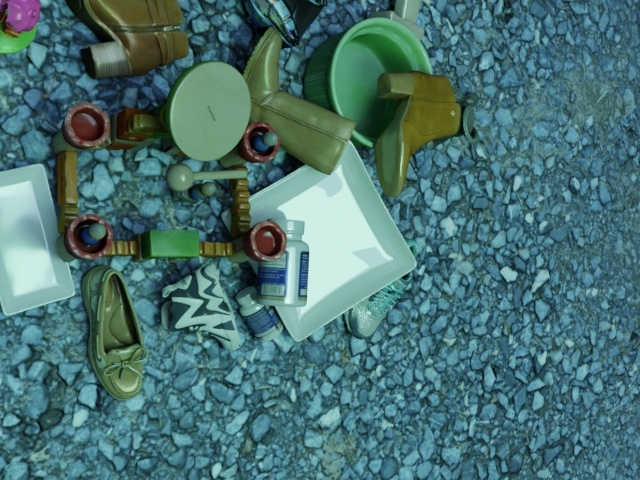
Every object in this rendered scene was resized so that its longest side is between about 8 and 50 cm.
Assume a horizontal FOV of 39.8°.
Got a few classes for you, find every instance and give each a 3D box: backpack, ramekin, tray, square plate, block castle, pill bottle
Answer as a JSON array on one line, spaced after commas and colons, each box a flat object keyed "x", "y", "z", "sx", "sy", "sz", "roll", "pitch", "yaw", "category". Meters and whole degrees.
[{"x": -0.098, "y": -0.528, "z": 1.957, "sx": 0.173, "sy": 0.117, "sz": 0.158, "roll": 43, "pitch": 69, "yaw": -29, "category": "backpack"}, {"x": 0.108, "y": -0.361, "z": 2.086, "sx": 0.304, "sy": 0.148, "sz": 0.303, "roll": -1, "pitch": 93, "yaw": -35, "category": "ramekin"}, {"x": -0.574, "y": -0.003, "z": 1.703, "sx": 0.145, "sy": 0.030, "sz": 0.270, "roll": -17, "pitch": 101, "yaw": -32, "category": "tray"}, {"x": 0.000, "y": 0.000, "z": 2.026, "sx": 0.344, "sy": 0.049, "sz": 0.347, "roll": -32, "pitch": 103, "yaw": -11, "category": "square plate"}, {"x": -0.291, "y": -0.104, "z": 1.753, "sx": 0.454, "sy": 0.213, "sz": 0.302, "roll": 2, "pitch": 80, "yaw": -32, "category": "block castle"}, {"x": -0.080, "y": 0.048, "z": 1.923, "sx": 0.112, "sy": 0.112, "sz": 0.186, "roll": 5, "pitch": 88, "yaw": -35, "category": "pill bottle"}, {"x": -0.140, "y": 0.164, "z": 1.985, "sx": 0.067, "sy": 0.067, "sz": 0.120, "roll": -40, "pitch": 113, "yaw": -27, "category": "pill bottle"}]

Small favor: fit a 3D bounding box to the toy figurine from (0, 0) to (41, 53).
[{"x": -0.578, "y": -0.425, "z": 1.606, "sx": 0.173, "sy": 0.159, "sz": 0.130, "roll": 22, "pitch": 79, "yaw": -32, "category": "toy figurine"}]

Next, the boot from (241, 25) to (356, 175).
[{"x": -0.046, "y": -0.304, "z": 1.932, "sx": 0.270, "sy": 0.089, "sz": 0.236, "roll": 26, "pitch": 108, "yaw": -4, "category": "boot"}]

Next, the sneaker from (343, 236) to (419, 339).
[{"x": 0.151, "y": 0.109, "z": 2.150, "sx": 0.110, "sy": 0.122, "sz": 0.282, "roll": 31, "pitch": 75, "yaw": -32, "category": "sneaker"}]

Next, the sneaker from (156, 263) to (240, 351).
[{"x": -0.267, "y": 0.165, "z": 1.893, "sx": 0.153, "sy": 0.094, "sz": 0.235, "roll": -17, "pitch": 136, "yaw": -3, "category": "sneaker"}]

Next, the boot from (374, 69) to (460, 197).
[{"x": 0.232, "y": -0.243, "z": 2.023, "sx": 0.211, "sy": 0.104, "sz": 0.294, "roll": 0, "pitch": 88, "yaw": -34, "category": "boot"}]

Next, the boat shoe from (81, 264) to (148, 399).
[{"x": -0.413, "y": 0.192, "z": 1.785, "sx": 0.105, "sy": 0.089, "sz": 0.285, "roll": -20, "pitch": 103, "yaw": -33, "category": "boat shoe"}]

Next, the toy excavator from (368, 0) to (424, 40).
[{"x": 0.183, "y": -0.749, "z": 2.106, "sx": 0.445, "sy": 0.222, "sz": 0.432, "roll": 44, "pitch": 69, "yaw": -37, "category": "toy excavator"}]

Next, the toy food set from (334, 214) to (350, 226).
[{"x": 0.037, "y": 0.024, "z": 2.110, "sx": 0.128, "sy": 0.071, "sz": 0.217, "roll": -25, "pitch": 105, "yaw": -6, "category": "toy food set"}]

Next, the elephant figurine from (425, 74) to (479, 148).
[{"x": 0.336, "y": -0.309, "z": 2.255, "sx": 0.239, "sy": 0.169, "sz": 0.186, "roll": 25, "pitch": 107, "yaw": -48, "category": "elephant figurine"}]

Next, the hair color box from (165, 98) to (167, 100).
[{"x": -0.253, "y": -0.320, "z": 1.886, "sx": 0.141, "sy": 0.072, "sz": 0.043, "roll": -39, "pitch": 112, "yaw": -26, "category": "hair color box"}]

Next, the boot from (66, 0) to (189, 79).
[{"x": -0.382, "y": -0.472, "z": 1.768, "sx": 0.220, "sy": 0.109, "sz": 0.283, "roll": -21, "pitch": 105, "yaw": -31, "category": "boot"}]

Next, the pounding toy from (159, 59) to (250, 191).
[{"x": -0.232, "y": -0.223, "z": 1.640, "sx": 0.183, "sy": 0.110, "sz": 0.236, "roll": -18, "pitch": 120, "yaw": -40, "category": "pounding toy"}]
